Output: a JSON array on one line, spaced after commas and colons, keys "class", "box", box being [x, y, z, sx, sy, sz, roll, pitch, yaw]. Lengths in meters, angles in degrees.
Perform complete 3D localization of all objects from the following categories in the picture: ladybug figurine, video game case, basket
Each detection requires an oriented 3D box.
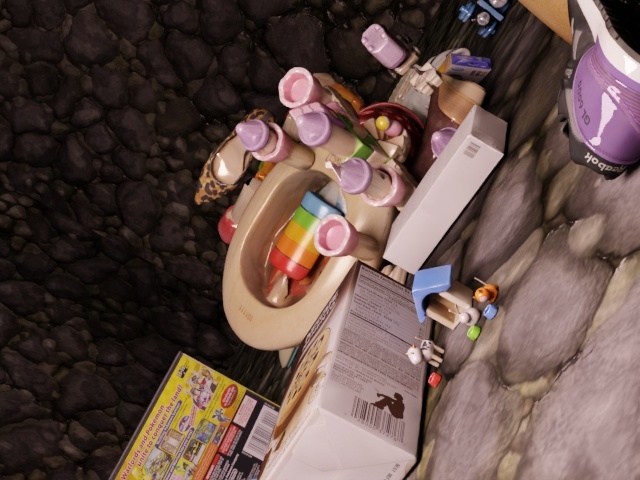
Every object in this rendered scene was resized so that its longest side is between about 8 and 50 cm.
[{"class": "ladybug figurine", "box": [0.000, 0.000, 1.607, 0.162, 0.305, 0.449, 19, -72, -53]}, {"class": "video game case", "box": [-0.209, 0.373, 1.597, 0.275, 0.248, 0.035, -64, 8, -34]}, {"class": "basket", "box": [0.216, -0.317, 2.017, 0.113, 0.103, 0.167, -60, 4, -6]}]

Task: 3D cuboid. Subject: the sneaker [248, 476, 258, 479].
[{"class": "sneaker", "box": [-0.125, 0.458, 1.430, 0.188, 0.067, 0.078, -61, -16, 14]}]

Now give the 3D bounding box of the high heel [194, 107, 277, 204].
[{"class": "high heel", "box": [-0.191, -0.174, 1.875, 0.261, 0.093, 0.186, -48, 2, 4]}]

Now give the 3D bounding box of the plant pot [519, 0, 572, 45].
[{"class": "plant pot", "box": [0.271, -0.401, 1.081, 0.237, 0.254, 0.237, -61, 4, 7]}]

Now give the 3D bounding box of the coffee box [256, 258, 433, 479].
[{"class": "coffee box", "box": [0.033, 0.176, 1.014, 0.168, 0.118, 0.297, -59, 5, 29]}]

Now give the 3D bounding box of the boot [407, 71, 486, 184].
[{"class": "boot", "box": [0.196, -0.187, 1.565, 0.207, 0.090, 0.248, -58, 9, 7]}]

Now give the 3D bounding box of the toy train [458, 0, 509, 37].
[{"class": "toy train", "box": [0.344, -0.486, 1.847, 0.105, 0.080, 0.184, -53, 7, 16]}]

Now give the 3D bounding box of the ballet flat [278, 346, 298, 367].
[{"class": "ballet flat", "box": [-0.054, 0.178, 2.097, 0.249, 0.086, 0.086, -61, 5, -1]}]

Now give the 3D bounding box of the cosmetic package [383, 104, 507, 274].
[{"class": "cosmetic package", "box": [0.177, -0.069, 1.267, 0.239, 0.060, 0.099, -58, 8, 36]}]

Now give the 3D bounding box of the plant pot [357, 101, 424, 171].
[{"class": "plant pot", "box": [0.116, -0.167, 1.732, 0.191, 0.191, 0.174, -58, -1, 28]}]

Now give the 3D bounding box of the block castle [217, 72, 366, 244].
[{"class": "block castle", "box": [0.003, -0.119, 1.928, 0.453, 0.303, 0.213, -63, 4, -40]}]

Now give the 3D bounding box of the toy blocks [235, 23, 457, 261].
[{"class": "toy blocks", "box": [0.037, -0.172, 1.362, 0.309, 0.289, 0.260, -45, -31, 17]}]

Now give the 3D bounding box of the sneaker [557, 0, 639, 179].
[{"class": "sneaker", "box": [0.252, -0.157, 0.807, 0.283, 0.107, 0.124, -68, 3, -57]}]

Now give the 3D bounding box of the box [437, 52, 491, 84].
[{"class": "box", "box": [0.259, -0.308, 1.658, 0.136, 0.081, 0.028, 128, 143, -63]}]

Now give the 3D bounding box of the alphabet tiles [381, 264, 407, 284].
[{"class": "alphabet tiles", "box": [0.054, 0.169, 1.402, 0.284, 0.021, 0.278, -58, 6, 34]}]

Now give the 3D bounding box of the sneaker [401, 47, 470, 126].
[{"class": "sneaker", "box": [0.241, -0.305, 1.859, 0.094, 0.090, 0.235, -12, 52, 57]}]

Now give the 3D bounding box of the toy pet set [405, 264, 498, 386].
[{"class": "toy pet set", "box": [0.129, 0.071, 0.947, 0.122, 0.065, 0.114, -57, 6, 31]}]
